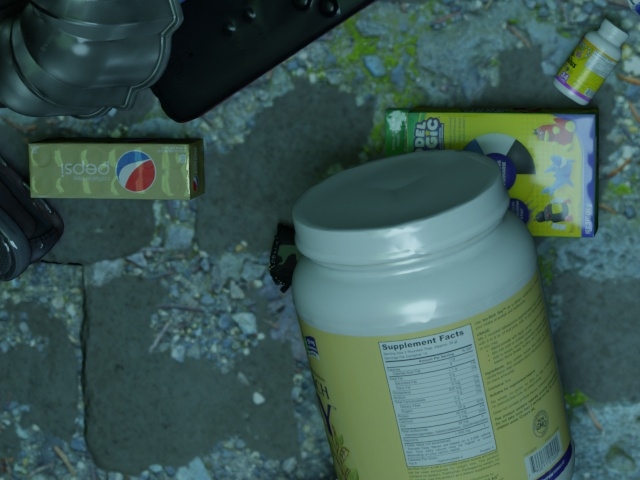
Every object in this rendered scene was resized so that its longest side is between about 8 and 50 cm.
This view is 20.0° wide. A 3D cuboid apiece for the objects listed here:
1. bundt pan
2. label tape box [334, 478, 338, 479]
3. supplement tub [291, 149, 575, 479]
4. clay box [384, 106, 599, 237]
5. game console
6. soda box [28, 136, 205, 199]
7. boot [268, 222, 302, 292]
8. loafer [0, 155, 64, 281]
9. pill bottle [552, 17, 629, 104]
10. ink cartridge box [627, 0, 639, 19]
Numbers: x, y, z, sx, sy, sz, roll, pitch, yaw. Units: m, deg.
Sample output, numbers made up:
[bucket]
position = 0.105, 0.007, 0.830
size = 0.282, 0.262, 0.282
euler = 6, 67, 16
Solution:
[bundt pan]
position = -0.296, -0.270, 1.825
size = 0.330, 0.124, 0.331
euler = 14, 113, 35
[label tape box]
position = -0.074, 0.406, 1.961
size = 0.347, 0.115, 0.249
euler = -21, 93, 14
[supplement tub]
position = 0.106, 0.102, 1.768
size = 0.241, 0.241, 0.331
euler = -8, 111, 14
[clay box]
position = 0.170, -0.070, 1.851
size = 0.222, 0.053, 0.127
euler = 1, 101, 13
[game console]
position = -0.116, -0.362, 1.867
size = 0.342, 0.060, 0.387
euler = -31, 91, 16
[soda box]
position = -0.217, -0.077, 1.939
size = 0.181, 0.058, 0.061
euler = 1, 100, 12
[boot]
position = 0.000, 0.000, 1.910
size = 0.099, 0.045, 0.121
euler = 8, 102, 15
[loafer]
position = -0.403, -0.087, 1.979
size = 0.302, 0.095, 0.109
euler = 48, 136, 6
[pill bottle]
position = 0.271, -0.179, 1.813
size = 0.043, 0.043, 0.083
euler = 36, 105, 5
[ink cartridge box]
position = 0.401, -0.355, 1.742
size = 0.303, 0.072, 0.307
euler = -28, 90, 16
